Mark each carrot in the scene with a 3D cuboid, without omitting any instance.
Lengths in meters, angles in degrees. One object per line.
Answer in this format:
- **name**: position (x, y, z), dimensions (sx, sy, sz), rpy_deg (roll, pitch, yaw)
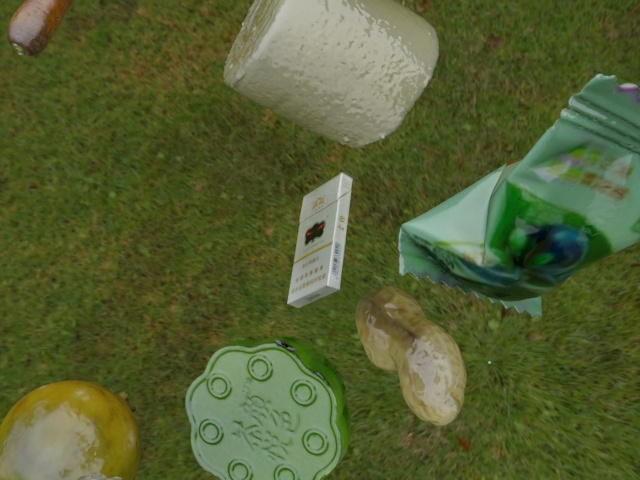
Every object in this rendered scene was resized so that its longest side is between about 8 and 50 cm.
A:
- **carrot**: position (-0.207, -0.182, 0.623), dimensions (0.032, 0.032, 0.093), rpy_deg (23, 71, 14)

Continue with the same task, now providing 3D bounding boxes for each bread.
- **bread**: position (0.007, -0.160, 0.694), dimensions (0.141, 0.148, 0.134), rpy_deg (25, 119, -18)

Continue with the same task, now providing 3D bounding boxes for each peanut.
- **peanut**: position (0.120, 0.146, 1.087), dimensions (0.098, 0.103, 0.229), rpy_deg (-26, 41, -11)

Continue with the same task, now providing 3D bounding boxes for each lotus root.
- **lotus root**: position (-0.036, 0.180, 0.914), dimensions (0.186, 0.186, 0.186), rpy_deg (-2, 81, 12)

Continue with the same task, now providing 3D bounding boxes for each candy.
- **candy**: position (0.295, -0.040, 0.973), dimensions (0.262, 0.398, 0.172), rpy_deg (11, 66, -23)

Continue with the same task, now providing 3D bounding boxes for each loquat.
- **loquat**: position (-0.354, 0.300, 1.192), dimensions (0.213, 0.246, 0.213), rpy_deg (13, 124, 20)

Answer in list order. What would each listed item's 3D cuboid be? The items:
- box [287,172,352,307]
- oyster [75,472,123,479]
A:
- **box**: position (0.000, 0.000, 1.070), dimensions (0.090, 0.024, 0.167), rpy_deg (-29, 45, 47)
- **oyster**: position (-0.245, 0.283, 0.843), dimensions (0.083, 0.038, 0.081), rpy_deg (6, 74, -28)
